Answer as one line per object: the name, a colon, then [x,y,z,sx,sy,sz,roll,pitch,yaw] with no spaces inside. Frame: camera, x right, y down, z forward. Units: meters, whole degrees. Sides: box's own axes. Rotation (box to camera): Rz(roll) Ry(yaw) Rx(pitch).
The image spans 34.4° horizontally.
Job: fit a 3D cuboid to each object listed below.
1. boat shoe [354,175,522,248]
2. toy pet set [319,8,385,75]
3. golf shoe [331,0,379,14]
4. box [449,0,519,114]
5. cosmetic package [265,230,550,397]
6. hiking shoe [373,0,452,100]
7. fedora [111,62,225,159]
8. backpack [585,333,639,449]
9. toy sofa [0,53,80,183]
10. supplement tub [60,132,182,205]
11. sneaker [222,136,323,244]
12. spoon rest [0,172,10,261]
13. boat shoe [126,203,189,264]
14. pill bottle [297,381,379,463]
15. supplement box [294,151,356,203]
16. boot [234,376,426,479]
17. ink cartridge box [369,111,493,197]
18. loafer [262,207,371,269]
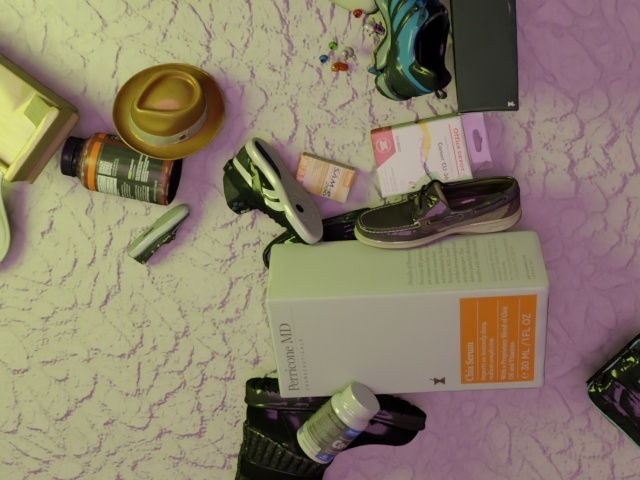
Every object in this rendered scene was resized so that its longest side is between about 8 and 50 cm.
boat shoe: [0.195,-0.056,1.723,0.285,0.102,0.092,-7,131,0]
toy pet set: [0.077,-0.306,1.731,0.114,0.065,0.122,19,133,-24]
golf shoe: [-0.015,-0.453,1.687,0.273,0.120,0.105,39,129,-3]
box: [0.258,-0.352,1.643,0.103,0.184,0.261,-4,112,5]
cosmetic package: [0.148,0.127,1.754,0.454,0.161,0.230,-3,126,5]
hiking shoe: [0.155,-0.376,1.643,0.132,0.113,0.304,4,104,49]
fedora: [-0.257,-0.231,1.747,0.194,0.079,0.194,2,71,-5]
backpack: [0.575,0.273,1.794,0.166,0.144,0.188,-46,73,10]
toy sofa: [-0.597,-0.257,1.739,0.363,0.177,0.150,36,93,-4]
supplement tub: [-0.347,-0.129,1.799,0.198,0.106,0.106,13,103,2]
sneaker: [-0.090,-0.060,1.791,0.121,0.079,0.217,-42,72,30]
spoon rest: [-0.595,-0.072,1.840,0.137,0.084,0.276,24,102,-1]
boat shoe: [-0.284,-0.011,1.853,0.142,0.049,0.040,-38,116,12]
pill bottle: [0.031,0.306,1.740,0.078,0.078,0.137,41,112,-5]
supplement box: [0.007,-0.110,1.812,0.098,0.036,0.062,17,104,0]
boot: [0.010,0.396,1.870,0.348,0.131,0.260,6,96,14]
ink cartridge box: [0.193,-0.152,1.773,0.198,0.067,0.115,-12,102,6]
loafer: [0.000,0.000,1.815,0.223,0.078,0.076,-20,100,8]
